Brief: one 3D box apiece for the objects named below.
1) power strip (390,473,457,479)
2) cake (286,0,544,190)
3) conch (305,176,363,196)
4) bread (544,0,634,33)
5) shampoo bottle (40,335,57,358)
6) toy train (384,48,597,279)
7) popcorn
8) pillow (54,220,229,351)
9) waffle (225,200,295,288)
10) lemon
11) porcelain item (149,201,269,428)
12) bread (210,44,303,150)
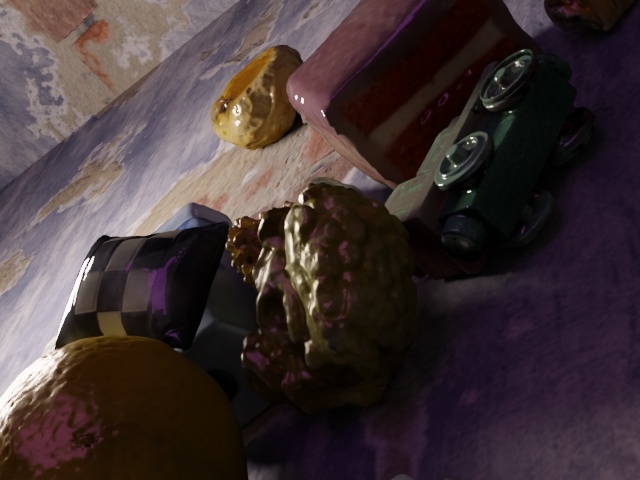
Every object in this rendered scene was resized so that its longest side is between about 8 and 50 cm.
[{"bbox_3d":[0.001,0.366,0.998,0.385,0.062,0.091,-50,26,-10],"label":"power strip"},{"bbox_3d":[0.130,-0.234,1.581,0.309,0.237,0.230,-46,22,2],"label":"cake"},{"bbox_3d":[0.014,-0.072,1.694,0.088,0.065,0.180,-29,-5,7],"label":"conch"},{"bbox_3d":[0.392,-0.359,1.552,0.177,0.084,0.119,-46,23,-14],"label":"bread"},{"bbox_3d":[-0.510,0.240,2.114,0.077,0.045,0.152,-38,24,15],"label":"shampoo bottle"},{"bbox_3d":[0.200,-0.095,1.355,0.221,0.150,0.304,-20,34,57],"label":"toy train"},{"bbox_3d":[0.014,0.084,1.276,0.225,0.173,0.286,40,120,56],"label":"popcorn"},{"bbox_3d":[-0.229,0.065,1.426,0.250,0.106,0.186,-5,56,38],"label":"pillow"},{"bbox_3d":[-0.012,0.014,1.494,0.228,0.051,0.231,-4,32,-9],"label":"waffle"},{"bbox_3d":[-0.231,0.268,1.243,0.336,0.336,0.336,-37,24,19],"label":"lemon"},{"bbox_3d":[-0.174,0.102,1.590,0.242,0.178,0.405,-40,29,9],"label":"porcelain item"},{"bbox_3d":[-0.114,-0.277,2.216,0.244,0.134,0.244,-40,23,21],"label":"bread"}]
